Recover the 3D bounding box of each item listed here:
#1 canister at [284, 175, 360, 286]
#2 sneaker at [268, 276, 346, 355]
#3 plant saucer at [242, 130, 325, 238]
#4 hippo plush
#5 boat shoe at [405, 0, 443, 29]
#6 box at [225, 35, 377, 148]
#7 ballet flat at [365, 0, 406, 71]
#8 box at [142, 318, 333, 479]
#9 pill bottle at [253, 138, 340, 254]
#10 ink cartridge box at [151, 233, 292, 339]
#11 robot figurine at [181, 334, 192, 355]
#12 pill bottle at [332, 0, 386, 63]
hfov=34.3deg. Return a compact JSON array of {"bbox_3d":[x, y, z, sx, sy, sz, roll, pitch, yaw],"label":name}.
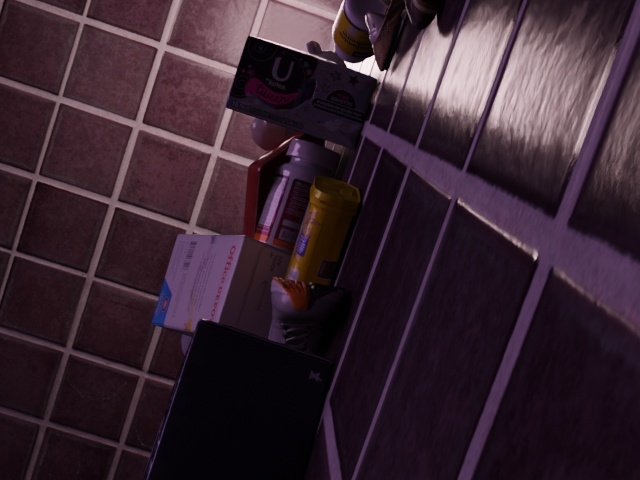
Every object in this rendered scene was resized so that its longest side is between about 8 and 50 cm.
[{"bbox_3d":[0.000,0.000,1.555,0.126,0.073,0.169,-90,17,-74],"label":"canister"},{"bbox_3d":[-0.026,0.120,1.381,0.262,0.099,0.121,93,-173,-80],"label":"sneaker"},{"bbox_3d":[-0.081,-0.100,2.110,0.258,0.048,0.259,-43,-32,-47],"label":"plant saucer"},{"bbox_3d":[-0.012,-0.290,2.286,0.237,0.234,0.294,-38,33,17],"label":"hippo plush"},{"bbox_3d":[0.133,-0.332,1.386,0.152,0.056,0.049,-79,14,-54],"label":"boat shoe"},{"bbox_3d":[-0.036,-0.277,1.916,0.163,0.247,0.142,-105,32,-80],"label":"box"},{"bbox_3d":[0.112,-0.387,1.733,0.073,0.067,0.206,177,111,-84],"label":"ballet flat"},{"bbox_3d":[-0.138,0.317,1.317,0.312,0.179,0.343,122,165,-66],"label":"box"},{"bbox_3d":[-0.042,-0.074,1.985,0.121,0.121,0.221,167,122,-84],"label":"pill bottle"},{"bbox_3d":[-0.144,0.094,1.759,0.233,0.168,0.171,3,74,55],"label":"ink cartridge box"},{"bbox_3d":[-0.218,0.197,2.478,0.300,0.200,0.353,-52,-10,-40],"label":"robot figurine"},{"bbox_3d":[0.079,-0.405,1.955,0.184,0.103,0.103,123,164,-73],"label":"pill bottle"}]
